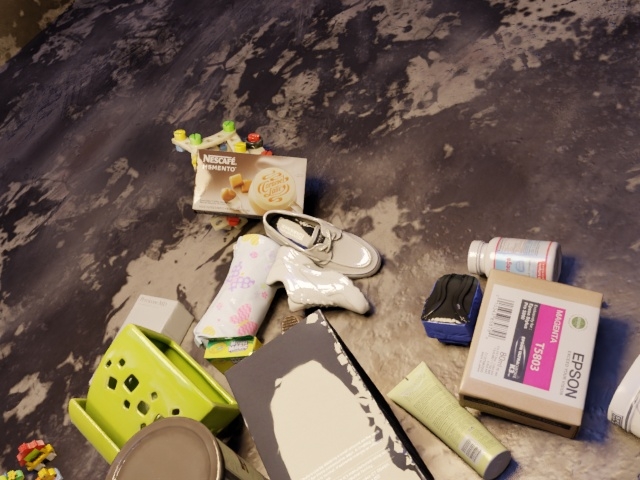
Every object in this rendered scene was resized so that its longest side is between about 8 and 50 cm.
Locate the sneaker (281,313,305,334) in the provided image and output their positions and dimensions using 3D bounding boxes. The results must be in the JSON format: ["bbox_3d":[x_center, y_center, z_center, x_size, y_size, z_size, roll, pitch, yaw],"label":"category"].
[{"bbox_3d":[-0.033,0.240,1.331,0.066,0.071,0.189,-11,72,28],"label":"sneaker"}]

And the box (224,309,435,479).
[{"bbox_3d":[0.051,0.336,1.020,0.179,0.343,0.312,-33,47,-1],"label":"box"}]

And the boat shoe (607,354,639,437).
[{"bbox_3d":[0.604,0.163,1.033,0.156,0.136,0.367,30,74,39],"label":"boat shoe"}]

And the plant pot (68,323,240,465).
[{"bbox_3d":[-0.312,0.313,1.262,0.228,0.227,0.207,41,84,16],"label":"plant pot"}]

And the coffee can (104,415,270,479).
[{"bbox_3d":[-0.190,0.435,1.101,0.201,0.275,0.202,-13,49,16],"label":"coffee can"}]

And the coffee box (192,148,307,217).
[{"bbox_3d":[-0.161,-0.123,1.548,0.246,0.098,0.141,6,86,-6],"label":"coffee box"}]

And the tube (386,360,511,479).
[{"bbox_3d":[0.220,0.305,1.163,0.070,0.062,0.240,-6,29,-35],"label":"tube"}]

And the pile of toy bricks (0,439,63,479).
[{"bbox_3d":[-0.634,0.509,1.372,0.212,0.105,0.118,-43,48,-11],"label":"pile of toy bricks"}]

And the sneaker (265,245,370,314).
[{"bbox_3d":[-0.010,0.109,1.395,0.232,0.090,0.115,26,76,21],"label":"sneaker"}]

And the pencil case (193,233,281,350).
[{"bbox_3d":[-0.165,0.118,1.443,0.113,0.124,0.273,-28,35,56],"label":"pencil case"}]

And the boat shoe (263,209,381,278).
[{"bbox_3d":[0.000,0.000,1.434,0.267,0.088,0.096,27,83,14],"label":"boat shoe"}]

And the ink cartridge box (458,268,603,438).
[{"bbox_3d":[0.351,0.183,1.134,0.193,0.088,0.235,12,64,18],"label":"ink cartridge box"}]

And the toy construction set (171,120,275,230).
[{"bbox_3d":[-0.230,-0.178,1.695,0.215,0.151,0.328,-14,53,-17],"label":"toy construction set"}]

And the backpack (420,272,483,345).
[{"bbox_3d":[0.247,0.126,1.256,0.097,0.101,0.120,5,53,26],"label":"backpack"}]

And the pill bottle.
[{"bbox_3d":[0.365,0.039,1.278,0.160,0.087,0.087,5,57,29],"label":"pill bottle"}]

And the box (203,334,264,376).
[{"bbox_3d":[-0.145,0.234,1.306,0.105,0.179,0.043,-7,51,21],"label":"box"}]

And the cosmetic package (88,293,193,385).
[{"bbox_3d":[-0.389,0.239,1.485,0.117,0.085,0.231,6,58,29],"label":"cosmetic package"}]
